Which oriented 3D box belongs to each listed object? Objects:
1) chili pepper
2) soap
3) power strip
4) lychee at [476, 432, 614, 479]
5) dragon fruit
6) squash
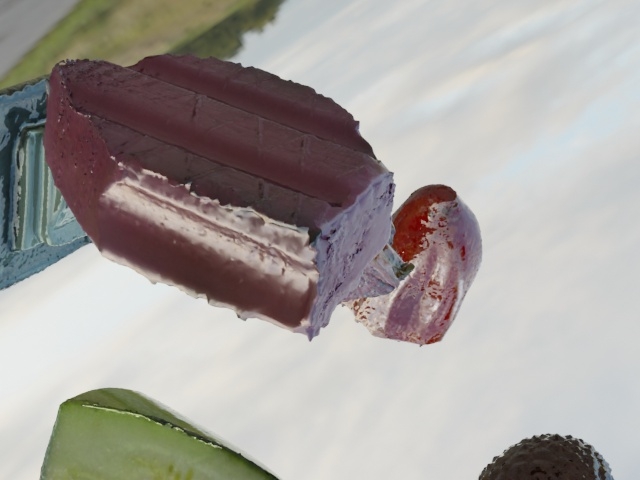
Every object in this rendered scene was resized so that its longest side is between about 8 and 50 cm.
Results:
[{"bbox_3d":[0.128,0.025,1.624,0.136,0.144,0.253,-24,160,-31],"label":"chili pepper"},{"bbox_3d":[-0.088,-0.053,1.013,0.182,0.289,0.112,-42,148,-52],"label":"soap"},{"bbox_3d":[-0.253,-0.062,1.341,0.064,0.213,0.198,20,-150,23],"label":"power strip"},{"bbox_3d":[0.329,0.404,1.919,0.260,0.261,0.260,-32,-168,8],"label":"lychee"},{"bbox_3d":[0.000,0.000,1.217,0.147,0.096,0.102,-18,-150,1],"label":"dragon fruit"},{"bbox_3d":[-0.146,0.320,1.446,0.309,0.210,0.234,24,-82,49],"label":"squash"}]
